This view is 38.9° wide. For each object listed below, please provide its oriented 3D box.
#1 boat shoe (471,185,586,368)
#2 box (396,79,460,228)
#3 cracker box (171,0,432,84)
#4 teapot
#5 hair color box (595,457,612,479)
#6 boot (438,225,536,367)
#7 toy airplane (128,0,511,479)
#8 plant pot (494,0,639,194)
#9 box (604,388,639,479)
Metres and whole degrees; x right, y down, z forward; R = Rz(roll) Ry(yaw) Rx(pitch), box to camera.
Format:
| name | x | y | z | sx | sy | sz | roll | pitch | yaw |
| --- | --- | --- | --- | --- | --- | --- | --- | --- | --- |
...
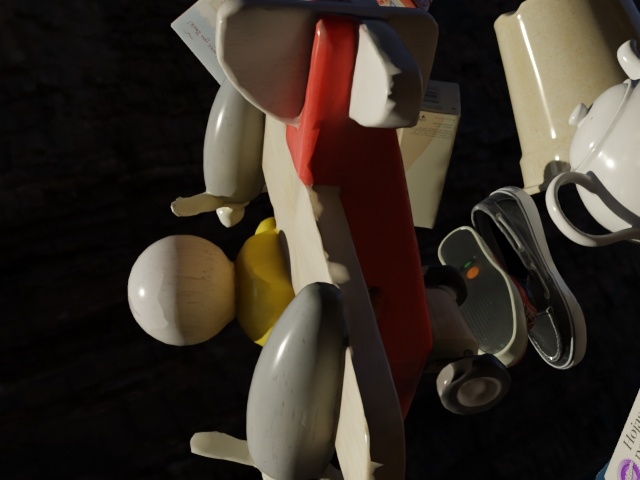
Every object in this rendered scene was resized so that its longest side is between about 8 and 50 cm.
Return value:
| name | x | y | z | sx | sy | sz | roll | pitch | yaw |
| --- | --- | --- | --- | --- | --- | --- | --- | --- | --- |
| boat shoe | 0.312 | 0.070 | 1.389 | 0.102 | 0.301 | 0.108 | -28 | 12 | -37 |
| box | 0.225 | -0.194 | 2.041 | 0.121 | 0.148 | 0.311 | 8 | -52 | 0 |
| cracker box | -0.021 | -0.240 | 0.956 | 0.232 | 0.156 | 0.067 | -31 | 19 | 29 |
| teapot | 0.427 | -0.126 | 1.246 | 0.253 | 0.187 | 0.256 | -63 | -4 | 20 |
| hair color box | 0.472 | 0.342 | 0.947 | 0.347 | 0.174 | 0.105 | 7 | -28 | 7 |
| boot | 0.258 | 0.105 | 1.229 | 0.088 | 0.176 | 0.244 | -37 | 32 | 19 |
| toy airplane | -0.021 | -0.004 | 0.685 | 0.272 | 0.385 | 0.386 | -16 | -6 | 0 |
| plant pot | 0.452 | -0.275 | 1.551 | 0.333 | 0.306 | 0.334 | -20 | 0 | 0 |
| box | 0.307 | 0.068 | 0.684 | 0.067 | 0.324 | 0.063 | 2 | 25 | -23 |
